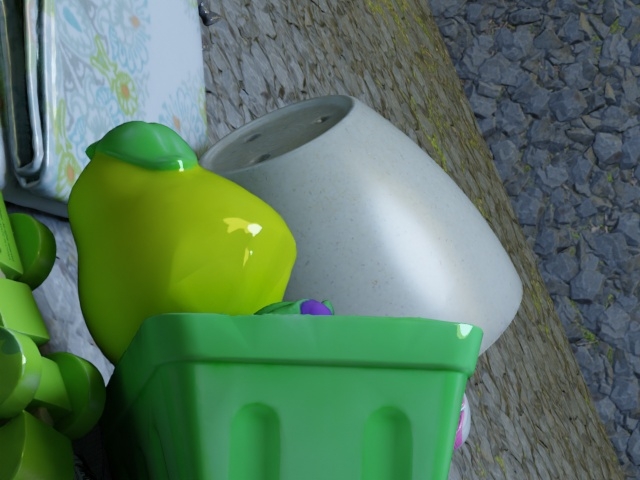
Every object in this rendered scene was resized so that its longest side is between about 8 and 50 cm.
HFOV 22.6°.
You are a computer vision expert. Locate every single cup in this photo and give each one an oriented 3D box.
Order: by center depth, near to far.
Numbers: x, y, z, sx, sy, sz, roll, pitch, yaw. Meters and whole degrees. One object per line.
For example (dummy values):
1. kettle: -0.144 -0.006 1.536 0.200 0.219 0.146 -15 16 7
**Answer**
1. cup: 0.000 0.000 1.552 0.331 0.331 0.237 -74 143 -65

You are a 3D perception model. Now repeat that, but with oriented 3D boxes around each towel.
1. towel: -0.214 -0.173 1.523 0.374 0.090 0.320 16 69 -67

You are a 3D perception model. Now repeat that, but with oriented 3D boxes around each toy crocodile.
1. toy crocodile: -0.253 0.057 1.198 0.115 0.105 0.340 34 30 -60

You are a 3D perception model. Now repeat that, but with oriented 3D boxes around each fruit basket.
1. fruit basket: -0.058 0.086 1.252 0.392 0.283 0.392 -177 -90 -76

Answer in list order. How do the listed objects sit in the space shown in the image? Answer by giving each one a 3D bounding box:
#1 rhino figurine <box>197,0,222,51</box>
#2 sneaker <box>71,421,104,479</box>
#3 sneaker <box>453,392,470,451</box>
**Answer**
1. rhino figurine: -0.172 -0.306 1.968 0.106 0.073 0.243 60 16 -22
2. sneaker: -0.175 0.214 1.190 0.088 0.092 0.225 49 21 -37
3. sneaker: 0.120 0.202 1.958 0.111 0.103 0.252 64 -8 -27
